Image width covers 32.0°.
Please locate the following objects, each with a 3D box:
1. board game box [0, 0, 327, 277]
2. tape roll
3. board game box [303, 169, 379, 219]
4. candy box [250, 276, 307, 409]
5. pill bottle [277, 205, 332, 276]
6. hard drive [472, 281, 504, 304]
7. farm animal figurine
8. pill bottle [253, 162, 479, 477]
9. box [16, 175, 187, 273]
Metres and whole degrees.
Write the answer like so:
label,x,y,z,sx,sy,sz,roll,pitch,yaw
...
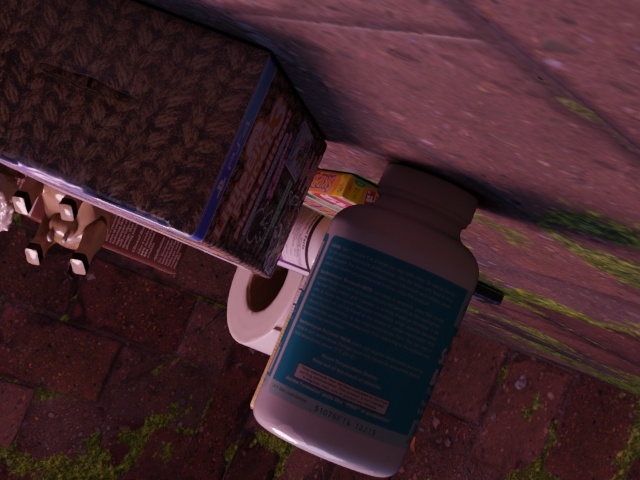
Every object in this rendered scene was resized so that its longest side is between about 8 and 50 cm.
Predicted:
label,x,y,z,sx,sy,sz,roll,pitch,yaw
board game box,-0.143,-0.088,0.920,0.232,0.141,0.291,22,176,10
tape roll,-0.023,0.089,1.891,0.169,0.246,0.246,25,176,-28
board game box,0.021,-0.050,1.319,0.124,0.039,0.259,26,178,-26
candy box,0.043,0.143,1.680,0.183,0.316,0.087,25,175,-21
pill bottle,0.000,0.000,1.540,0.193,0.108,0.108,20,175,43
hard drive,0.221,0.067,1.807,0.135,0.022,0.094,24,176,-10
farm animal figurine,-0.313,-0.097,1.502,0.330,0.172,0.327,23,135,-1
pill bottle,0.052,0.068,1.012,0.146,0.264,0.146,23,177,1
box,-0.384,-0.083,2.036,0.143,0.191,0.381,21,175,31
